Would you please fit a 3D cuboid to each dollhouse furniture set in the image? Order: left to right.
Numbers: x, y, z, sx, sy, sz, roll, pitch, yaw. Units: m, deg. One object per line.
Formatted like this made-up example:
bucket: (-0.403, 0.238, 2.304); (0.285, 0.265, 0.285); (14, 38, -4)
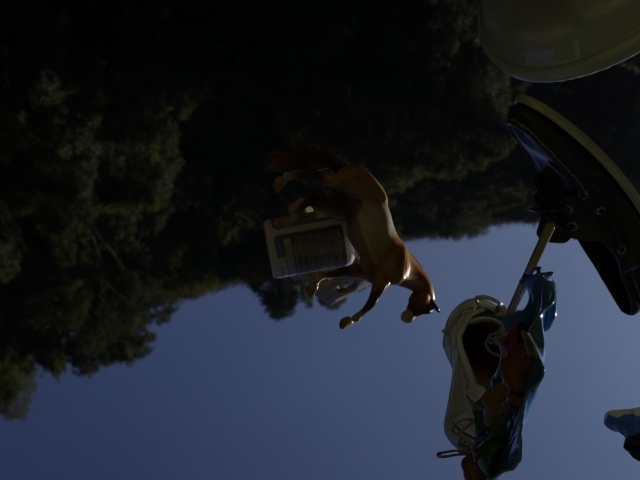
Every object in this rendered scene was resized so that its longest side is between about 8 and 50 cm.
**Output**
dollhouse furniture set: (-0.005, -0.024, 1.061); (0.101, 0.161, 0.182); (-29, -124, 14)

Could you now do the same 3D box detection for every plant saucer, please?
plant saucer: (0.343, -0.398, 0.890); (0.101, 0.400, 0.400); (29, -167, -34)

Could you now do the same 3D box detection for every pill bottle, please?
pill bottle: (0.000, 0.000, 0.902); (0.137, 0.078, 0.078); (-10, -148, -5)

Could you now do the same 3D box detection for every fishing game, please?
fishing game: (0.106, 0.106, 0.444); (0.041, 0.189, 0.264); (17, -131, 10)

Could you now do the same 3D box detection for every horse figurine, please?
horse figurine: (0.037, -0.011, 0.824); (0.174, 0.263, 0.066); (-20, 169, -38)

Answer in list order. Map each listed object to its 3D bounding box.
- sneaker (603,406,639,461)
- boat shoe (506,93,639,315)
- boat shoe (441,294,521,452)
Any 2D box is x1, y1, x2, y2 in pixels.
sneaker: (0.549, 0.346, 1.241); (0.058, 0.152, 0.084); (19, -112, -7)
boat shoe: (0.321, -0.030, 0.860); (0.113, 0.340, 0.127); (-45, -155, 7)
boat shoe: (0.254, 0.151, 1.064); (0.136, 0.156, 0.367); (16, -154, 9)
